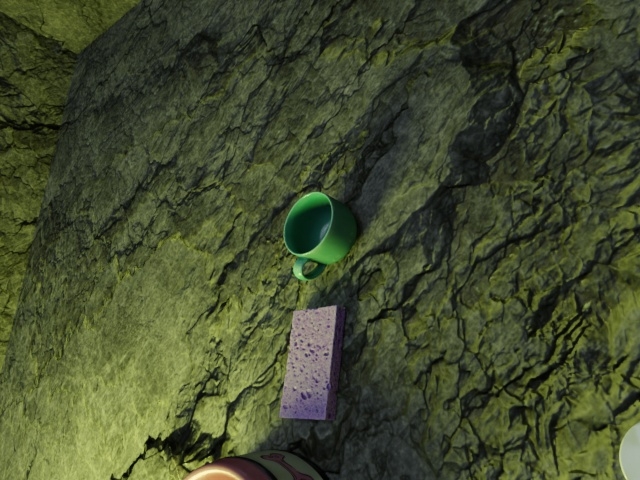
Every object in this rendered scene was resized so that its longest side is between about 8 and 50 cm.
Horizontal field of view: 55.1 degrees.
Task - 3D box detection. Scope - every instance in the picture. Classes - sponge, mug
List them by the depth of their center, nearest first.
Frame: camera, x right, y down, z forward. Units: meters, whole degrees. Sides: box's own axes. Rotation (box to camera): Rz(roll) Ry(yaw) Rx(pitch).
[{"bbox_3d":[-0.014,0.229,1.155,0.117,0.031,0.210,-11,65,41],"label":"sponge"},{"bbox_3d":[-0.001,-0.008,1.204,0.158,0.097,0.129,-50,45,16],"label":"mug"}]

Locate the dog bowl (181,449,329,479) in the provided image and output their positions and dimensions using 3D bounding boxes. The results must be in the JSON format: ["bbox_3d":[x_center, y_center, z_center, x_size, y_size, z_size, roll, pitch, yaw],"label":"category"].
[{"bbox_3d":[-0.141,0.560,1.039,0.408,0.150,0.408,-21,57,37],"label":"dog bowl"}]

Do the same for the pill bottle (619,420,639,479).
[{"bbox_3d":[0.385,0.237,0.640,0.108,0.193,0.108,-21,58,37],"label":"pill bottle"}]
